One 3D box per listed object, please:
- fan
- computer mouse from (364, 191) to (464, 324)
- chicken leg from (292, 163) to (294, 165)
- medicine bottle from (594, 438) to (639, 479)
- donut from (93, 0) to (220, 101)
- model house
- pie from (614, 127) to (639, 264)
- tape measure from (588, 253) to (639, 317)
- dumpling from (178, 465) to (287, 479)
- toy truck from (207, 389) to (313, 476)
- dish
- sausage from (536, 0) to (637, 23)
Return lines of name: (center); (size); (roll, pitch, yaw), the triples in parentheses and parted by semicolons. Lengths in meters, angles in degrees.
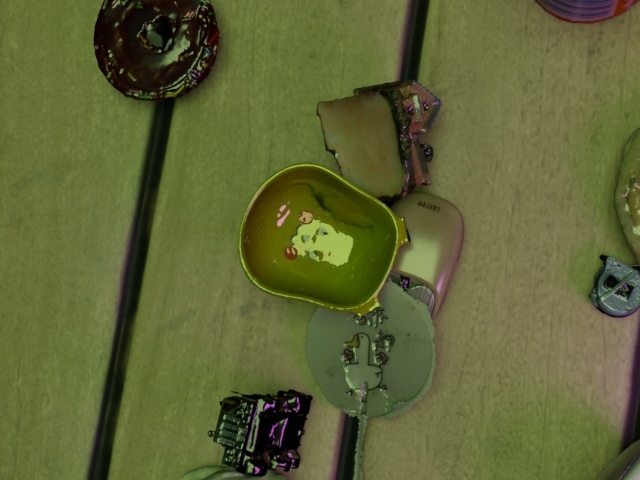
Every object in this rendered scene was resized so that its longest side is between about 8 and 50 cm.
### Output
fan: (0.073, 0.265, 1.811); (0.233, 0.012, 0.415); (9, 96, 24)
computer mouse: (0.153, 0.035, 1.817); (0.145, 0.082, 0.237); (21, 87, 10)
chicken leg: (-0.039, -0.041, 1.868); (0.093, 0.070, 0.178); (0, 75, 9)
medicine bottle: (0.568, 0.488, 1.634); (0.378, 0.213, 0.213); (42, 92, 11)
donut: (-0.282, -0.352, 1.923); (0.235, 0.089, 0.235); (-1, 83, 10)
model house: (0.121, -0.169, 1.801); (0.166, 0.172, 0.183); (-3, 104, 41)
pie: (0.632, -0.061, 1.742); (0.339, 0.077, 0.339); (0, 83, 2)
tape measure: (0.486, 0.078, 1.772); (0.091, 0.054, 0.094); (15, 77, 9)
dumpling: (-0.159, 0.432, 1.815); (0.228, 0.124, 0.151); (-19, 42, 1)
toy truck: (-0.102, 0.297, 1.741); (0.127, 0.257, 0.127); (14, 87, 13)
dish: (0.000, 0.000, 1.772); (0.262, 0.108, 0.221); (23, 90, -3)
sausage: (0.433, -0.488, 1.723); (0.233, 0.287, 0.233); (-1, 83, 10)
